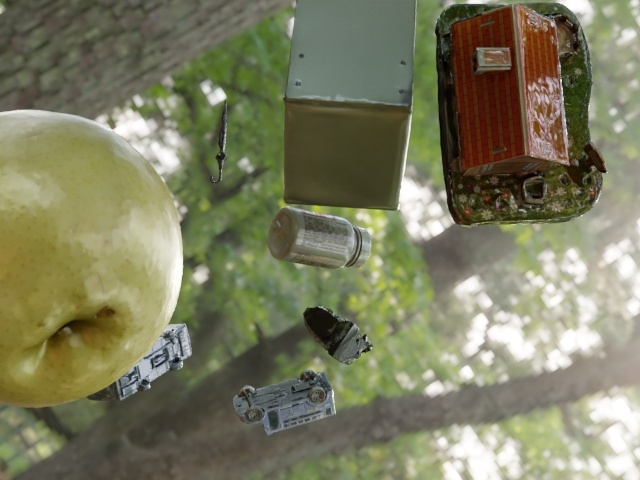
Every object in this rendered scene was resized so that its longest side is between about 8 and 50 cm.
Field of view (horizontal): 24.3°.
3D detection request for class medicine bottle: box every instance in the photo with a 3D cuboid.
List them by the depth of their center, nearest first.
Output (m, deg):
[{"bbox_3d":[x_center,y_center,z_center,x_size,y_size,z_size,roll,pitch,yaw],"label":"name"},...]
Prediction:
[{"bbox_3d":[0.000,0.000,2.172,0.079,0.140,0.079,-25,-121,54],"label":"medicine bottle"}]

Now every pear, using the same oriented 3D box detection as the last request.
[{"bbox_3d":[-0.288,0.011,1.496,0.309,0.309,0.309,54,-12,17],"label":"pear"}]

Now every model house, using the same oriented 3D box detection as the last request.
[{"bbox_3d":[0.260,-0.176,1.844,0.154,0.207,0.293,120,-33,-77],"label":"model house"}]

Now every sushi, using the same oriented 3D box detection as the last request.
[{"bbox_3d":[0.022,0.135,2.094,0.083,0.056,0.085,30,-6,35],"label":"sushi"}]

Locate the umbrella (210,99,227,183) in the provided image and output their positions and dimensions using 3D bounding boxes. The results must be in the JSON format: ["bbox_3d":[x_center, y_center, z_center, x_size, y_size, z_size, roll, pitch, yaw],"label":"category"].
[{"bbox_3d":[-0.160,-0.162,2.446,0.022,0.022,0.148,61,37,-70],"label":"umbrella"}]

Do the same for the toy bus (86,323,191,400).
[{"bbox_3d":[-0.214,0.141,1.745,0.166,0.065,0.047,-32,114,-62],"label":"toy bus"}]

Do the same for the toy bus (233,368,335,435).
[{"bbox_3d":[-0.062,0.283,2.550,0.073,0.167,0.076,-117,-166,-59],"label":"toy bus"}]

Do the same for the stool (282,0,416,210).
[{"bbox_3d":[0.041,-0.215,2.073,0.243,0.170,0.269,94,1,-57],"label":"stool"}]
